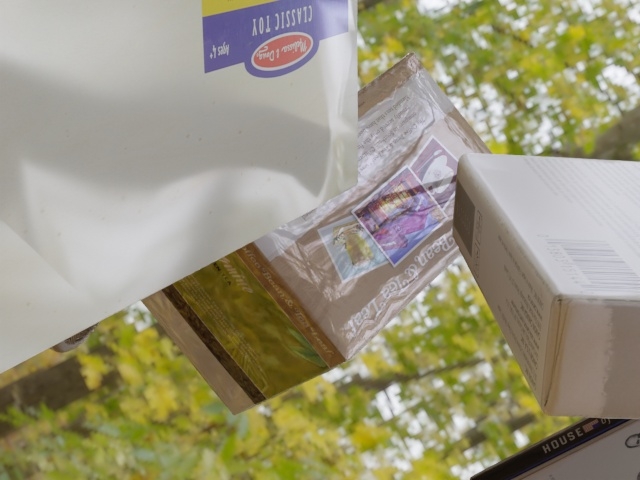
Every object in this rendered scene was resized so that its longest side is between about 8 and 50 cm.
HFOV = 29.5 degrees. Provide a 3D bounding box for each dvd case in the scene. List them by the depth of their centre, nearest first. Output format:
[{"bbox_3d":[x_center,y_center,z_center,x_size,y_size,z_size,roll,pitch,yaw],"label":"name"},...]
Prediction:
[{"bbox_3d":[0.264,0.201,1.007,0.179,0.238,0.029,56,10,-36],"label":"dvd case"}]

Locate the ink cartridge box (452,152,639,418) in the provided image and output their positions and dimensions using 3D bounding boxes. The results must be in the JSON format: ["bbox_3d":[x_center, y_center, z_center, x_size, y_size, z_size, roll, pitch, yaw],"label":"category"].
[{"bbox_3d":[0.225,0.014,0.686,0.296,0.261,0.066,-97,-171,-73],"label":"ink cartridge box"}]

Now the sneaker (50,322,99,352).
[{"bbox_3d":[-0.294,-0.021,1.364,0.153,0.282,0.099,14,-17,15],"label":"sneaker"}]

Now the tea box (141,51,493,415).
[{"bbox_3d":[0.000,0.000,1.427,0.220,0.329,0.323,52,-32,-3],"label":"tea box"}]

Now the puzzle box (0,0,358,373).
[{"bbox_3d":[-0.099,-0.105,0.590,0.052,0.409,0.272,10,-69,29],"label":"puzzle box"}]
